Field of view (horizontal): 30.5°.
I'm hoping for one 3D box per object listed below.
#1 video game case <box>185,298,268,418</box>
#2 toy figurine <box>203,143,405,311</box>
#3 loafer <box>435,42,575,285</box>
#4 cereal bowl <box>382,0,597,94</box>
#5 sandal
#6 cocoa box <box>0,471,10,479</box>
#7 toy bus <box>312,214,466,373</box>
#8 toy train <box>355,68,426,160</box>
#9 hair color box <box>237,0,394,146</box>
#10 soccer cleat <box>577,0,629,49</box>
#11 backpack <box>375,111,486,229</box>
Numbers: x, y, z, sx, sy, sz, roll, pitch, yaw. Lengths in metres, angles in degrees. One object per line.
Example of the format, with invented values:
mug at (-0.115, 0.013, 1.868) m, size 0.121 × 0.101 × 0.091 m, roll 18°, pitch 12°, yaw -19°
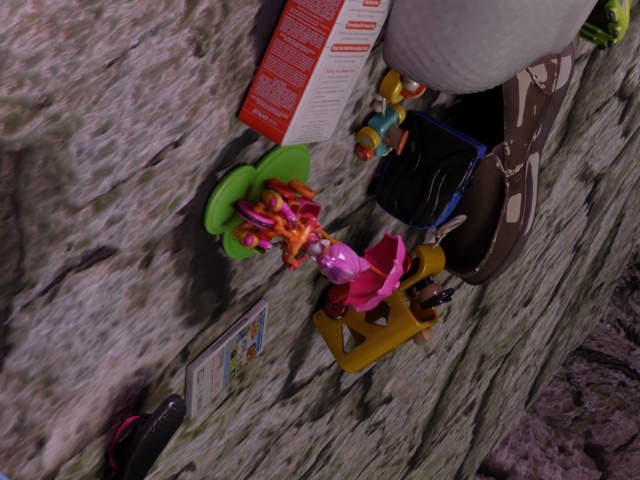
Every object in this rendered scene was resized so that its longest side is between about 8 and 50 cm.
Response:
video game case at (-0.099, 0.125, 1.247) m, size 0.122 × 0.011 × 0.087 m, roll -42°, pitch 155°, yaw -36°
toy figurine at (0.000, 0.000, 1.073) m, size 0.130 × 0.159 × 0.173 m, roll -62°, pitch 159°, yaw 11°
loafer at (0.196, -0.107, 1.463) m, size 0.130 × 0.134 × 0.366 m, roll -10°, pitch 124°, yaw -33°
cereal bowl at (0.201, -0.275, 1.073) m, size 0.339 × 0.141 × 0.339 m, roll -57°, pitch 171°, yaw -15°
sandal at (-0.181, 0.199, 1.140) m, size 0.067 × 0.040 × 0.179 m, roll -30°, pitch 162°, yaw -42°
cocoa box at (-0.261, 0.284, 0.786) m, size 0.231 × 0.228 × 0.347 m, roll -49°, pitch 159°, yaw -22°
toy bus at (0.096, 0.079, 1.415) m, size 0.191 × 0.104 × 0.202 m, roll -27°, pitch 170°, yaw -21°
toy train at (0.100, -0.151, 1.247) m, size 0.125 × 0.046 × 0.166 m, roll -13°, pitch 132°, yaw -62°
hair color box at (0.002, -0.166, 0.987) m, size 0.093 × 0.053 × 0.167 m, roll -16°, pitch 136°, yaw -62°
soccer cleat at (0.377, -0.350, 1.534) m, size 0.121 × 0.093 × 0.289 m, roll -60°, pitch 162°, yaw -13°
backpack at (0.128, -0.074, 1.354) m, size 0.120 × 0.098 × 0.101 m, roll -63°, pitch 163°, yaw 13°
